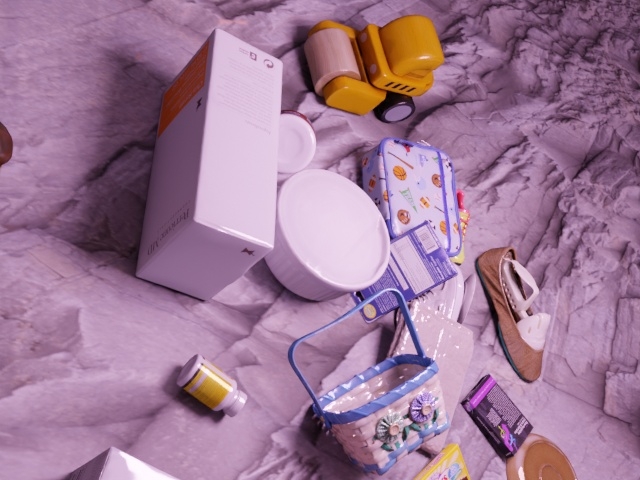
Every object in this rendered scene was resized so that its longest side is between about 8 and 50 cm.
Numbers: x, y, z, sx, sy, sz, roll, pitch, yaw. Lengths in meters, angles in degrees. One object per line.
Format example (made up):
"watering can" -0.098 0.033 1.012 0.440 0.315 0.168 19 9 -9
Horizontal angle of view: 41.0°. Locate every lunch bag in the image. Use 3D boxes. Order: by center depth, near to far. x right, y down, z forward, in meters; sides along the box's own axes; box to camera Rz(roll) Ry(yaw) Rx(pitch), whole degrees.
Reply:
"lunch bag" 0.222 -0.096 2.017 0.243 0.115 0.303 12 63 -28

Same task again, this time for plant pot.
"plant pot" 0.514 0.547 1.936 0.236 0.032 0.236 23 51 -30

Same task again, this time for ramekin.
"ramekin" 0.000 0.000 1.755 0.272 0.127 0.273 18 53 -26

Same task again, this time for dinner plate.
"dinner plate" 0.323 0.142 1.961 0.017 0.141 0.141 17 49 -1

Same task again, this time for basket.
"basket" 0.101 0.263 1.599 0.254 0.201 0.289 -30 94 -21

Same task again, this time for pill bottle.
"pill bottle" -0.186 0.254 1.483 0.116 0.065 0.065 39 44 -15
"pill bottle" -0.070 -0.211 1.791 0.121 0.121 0.216 45 8 -9

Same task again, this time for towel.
"towel" 0.212 0.280 1.781 0.187 0.049 0.282 31 67 -21

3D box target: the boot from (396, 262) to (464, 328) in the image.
"boot" 0.240 0.141 1.906 0.123 0.095 0.258 28 53 -25

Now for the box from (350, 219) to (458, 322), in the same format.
"box" 0.167 0.069 1.857 0.225 0.036 0.136 -28 82 -2

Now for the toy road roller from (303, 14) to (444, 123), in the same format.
"toy road roller" 0.148 -0.450 2.106 0.329 0.240 0.203 6 60 -39

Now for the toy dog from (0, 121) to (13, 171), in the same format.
"toy dog" -0.601 -0.055 1.166 0.395 0.284 0.408 40 42 -15

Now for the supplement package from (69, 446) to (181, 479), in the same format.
"supplement package" -0.281 0.465 1.205 0.204 0.145 0.262 33 47 -21

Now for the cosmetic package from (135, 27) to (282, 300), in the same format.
"cosmetic package" -0.203 -0.146 1.610 0.161 0.230 0.453 22 50 -29

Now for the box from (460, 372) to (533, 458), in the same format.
"box" 0.399 0.394 1.926 0.162 0.029 0.116 50 42 6

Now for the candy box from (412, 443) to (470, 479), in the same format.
"candy box" 0.231 0.499 1.702 0.206 0.027 0.105 -28 99 -47

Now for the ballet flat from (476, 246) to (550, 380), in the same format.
"ballet flat" 0.490 0.166 2.095 0.116 0.124 0.342 4 61 -39

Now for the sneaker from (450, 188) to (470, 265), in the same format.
"sneaker" 0.328 -0.038 2.106 0.081 0.094 0.209 16 55 -34
